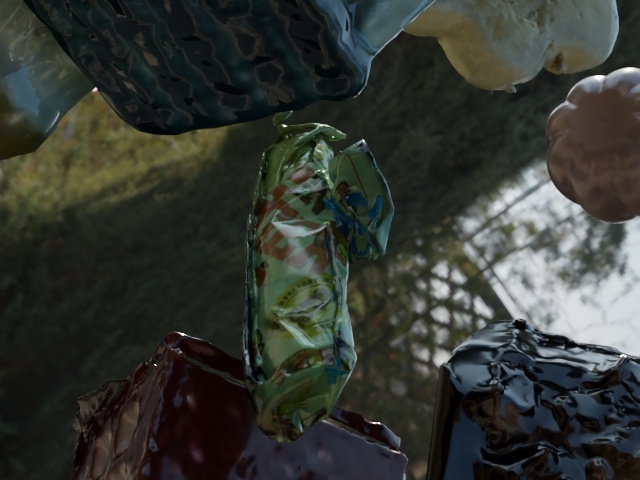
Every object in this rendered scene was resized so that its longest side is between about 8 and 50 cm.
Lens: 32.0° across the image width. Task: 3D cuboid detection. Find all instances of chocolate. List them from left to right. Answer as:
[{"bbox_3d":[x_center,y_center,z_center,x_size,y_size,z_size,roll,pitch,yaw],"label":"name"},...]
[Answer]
[{"bbox_3d":[0.177,0.138,0.563,0.224,0.177,0.206,52,40,-47],"label":"chocolate"}]

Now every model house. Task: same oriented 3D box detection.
[{"bbox_3d":[-0.049,-0.135,0.346,0.253,0.291,0.184,39,-5,33],"label":"model house"},{"bbox_3d":[-0.068,0.213,0.669,0.196,0.160,0.254,28,42,-21],"label":"model house"}]

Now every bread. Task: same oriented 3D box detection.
[{"bbox_3d":[0.137,-0.262,0.876,0.316,0.316,0.054,56,-36,-5],"label":"bread"}]

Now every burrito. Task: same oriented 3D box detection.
[{"bbox_3d":[0.000,0.000,0.706,0.054,0.104,0.288,50,21,-31],"label":"burrito"}]

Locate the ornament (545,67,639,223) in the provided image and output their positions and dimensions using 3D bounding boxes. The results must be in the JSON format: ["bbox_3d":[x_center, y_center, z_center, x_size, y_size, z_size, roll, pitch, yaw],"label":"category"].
[{"bbox_3d":[0.352,-0.105,1.291,0.177,0.177,0.177,56,-1,1],"label":"ornament"}]
